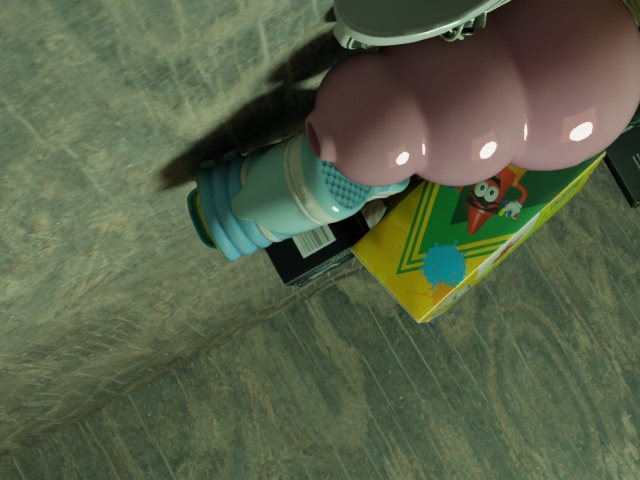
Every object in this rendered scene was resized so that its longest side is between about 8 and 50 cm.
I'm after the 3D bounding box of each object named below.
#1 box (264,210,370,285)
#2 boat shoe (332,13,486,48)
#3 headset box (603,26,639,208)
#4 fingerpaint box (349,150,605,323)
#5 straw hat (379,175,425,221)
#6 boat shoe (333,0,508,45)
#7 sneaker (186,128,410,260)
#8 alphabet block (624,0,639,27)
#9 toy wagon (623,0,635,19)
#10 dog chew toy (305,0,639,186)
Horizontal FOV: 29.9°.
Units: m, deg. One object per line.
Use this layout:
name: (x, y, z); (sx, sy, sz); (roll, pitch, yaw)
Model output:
box: (0.000, 0.000, 1.956); (0.156, 0.093, 0.158); (-29, 173, 6)
boat shoe: (0.118, -0.215, 1.048); (0.219, 0.070, 0.078); (-28, 172, -1)
headset box: (0.548, -0.216, 1.912); (0.283, 0.246, 0.131); (-31, 172, 9)
fingerpaint box: (0.252, -0.044, 1.943); (0.371, 0.163, 0.445); (-43, 172, 4)
straw hat: (0.124, -0.086, 1.940); (0.144, 0.061, 0.144); (-41, 177, -3)
boat shoe: (0.125, -0.218, 0.965); (0.258, 0.095, 0.084); (-26, 168, -12)
sneaker: (-0.031, -0.071, 1.340); (0.208, 0.127, 0.319); (-20, -178, 23)
alphabet block: (0.361, -0.277, 1.077); (0.193, 0.192, 0.197); (-28, 171, 13)
toy wagon: (0.306, -0.260, 1.439); (0.344, 0.068, 0.267); (-25, 172, -31)
dog chew toy: (0.144, -0.148, 1.170); (0.332, 0.206, 0.206); (-18, 170, -14)
